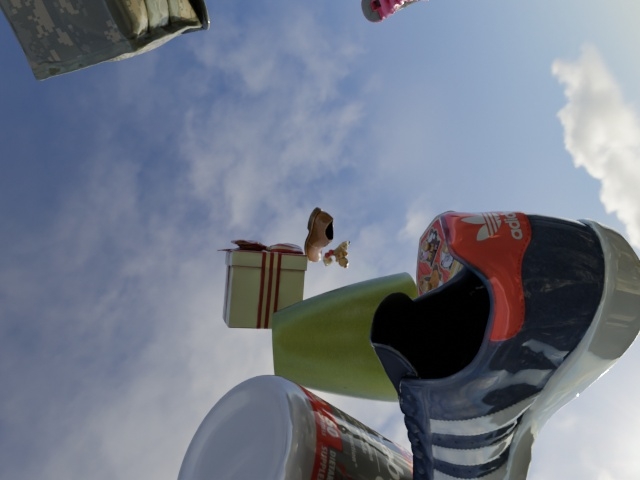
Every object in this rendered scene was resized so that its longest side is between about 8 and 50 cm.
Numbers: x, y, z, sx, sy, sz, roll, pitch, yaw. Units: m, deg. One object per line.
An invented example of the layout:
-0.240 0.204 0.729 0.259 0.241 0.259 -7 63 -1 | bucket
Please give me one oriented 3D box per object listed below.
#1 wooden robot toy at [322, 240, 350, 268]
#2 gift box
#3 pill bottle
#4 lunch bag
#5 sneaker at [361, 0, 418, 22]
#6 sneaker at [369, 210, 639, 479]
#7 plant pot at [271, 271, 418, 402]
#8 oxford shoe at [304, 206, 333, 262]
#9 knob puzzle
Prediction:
0.061 0.067 1.717 0.076 0.173 0.079 -18 -105 -38 | wooden robot toy
-0.193 0.130 1.531 0.255 0.276 0.258 5 -92 -21 | gift box
0.021 0.334 0.617 0.363 0.210 0.210 40 -136 -31 | pill bottle
-0.251 -0.349 0.589 0.287 0.169 0.235 -69 -34 -57 | lunch bag
0.109 -0.307 0.598 0.057 0.119 0.047 -45 -60 -52 | sneaker
0.100 0.127 0.407 0.148 0.350 0.131 14 -154 -2 | sneaker
0.047 0.214 1.037 0.293 0.275 0.275 -4 -115 -4 | plant pot
0.000 0.000 1.481 0.076 0.212 0.076 27 -130 18 | oxford shoe
0.202 0.034 0.889 0.030 0.213 0.213 10 -123 -9 | knob puzzle
